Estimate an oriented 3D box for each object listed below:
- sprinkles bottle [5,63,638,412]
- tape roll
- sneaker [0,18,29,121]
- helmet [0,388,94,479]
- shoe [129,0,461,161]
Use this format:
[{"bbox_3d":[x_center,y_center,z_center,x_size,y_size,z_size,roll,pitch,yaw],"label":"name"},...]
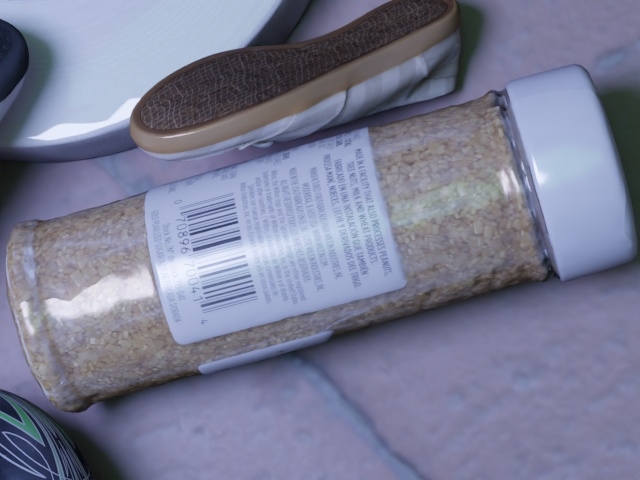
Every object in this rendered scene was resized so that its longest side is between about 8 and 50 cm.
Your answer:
[{"bbox_3d":[0.000,0.000,1.104,0.355,0.121,0.121,-15,81,6],"label":"sprinkles bottle"},{"bbox_3d":[-0.175,-0.244,1.183,0.392,0.072,0.392,-1,83,8],"label":"tape roll"},{"bbox_3d":[-0.259,-0.003,1.112,0.270,0.145,0.090,-45,51,-14],"label":"sneaker"},{"bbox_3d":[-0.205,0.167,1.092,0.162,0.169,0.169,-11,82,22],"label":"helmet"},{"bbox_3d":[-0.008,-0.084,1.110,0.219,0.058,0.076,-22,37,-21],"label":"shoe"}]
